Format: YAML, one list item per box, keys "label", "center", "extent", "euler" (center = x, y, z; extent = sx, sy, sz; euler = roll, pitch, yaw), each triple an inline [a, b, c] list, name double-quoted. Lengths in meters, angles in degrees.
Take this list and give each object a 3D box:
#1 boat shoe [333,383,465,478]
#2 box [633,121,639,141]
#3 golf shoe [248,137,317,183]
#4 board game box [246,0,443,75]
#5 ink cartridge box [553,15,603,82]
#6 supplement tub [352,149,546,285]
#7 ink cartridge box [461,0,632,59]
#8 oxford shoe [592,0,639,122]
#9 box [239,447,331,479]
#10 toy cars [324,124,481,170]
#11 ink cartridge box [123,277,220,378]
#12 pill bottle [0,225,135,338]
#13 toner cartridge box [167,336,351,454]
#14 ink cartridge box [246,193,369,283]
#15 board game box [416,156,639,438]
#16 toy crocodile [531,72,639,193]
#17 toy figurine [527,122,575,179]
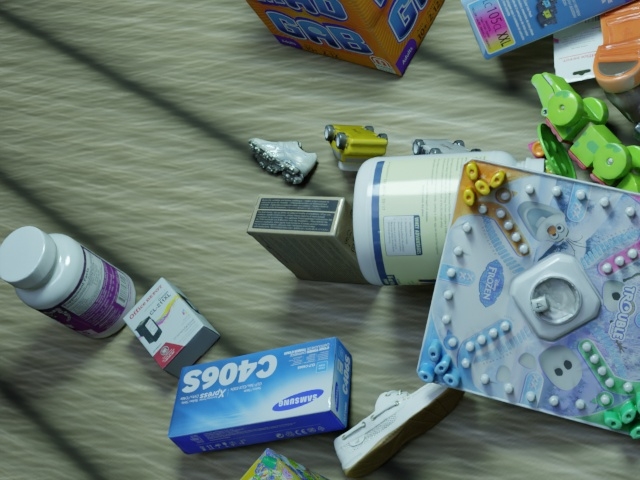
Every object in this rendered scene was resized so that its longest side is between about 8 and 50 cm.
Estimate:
- label: "boat shoe"
  center: [0.135, 0.309, 1.808]
  extent: [0.277, 0.098, 0.096]
  euler: [-38, 55, 7]
- label: "box"
  center: [0.697, -0.218, 1.772]
  extent: [0.183, 0.056, 0.231]
  euler: [43, 89, 18]
- label: "golf shoe"
  center: [-0.081, -0.188, 2.207]
  extent: [0.176, 0.069, 0.086]
  euler: [33, 64, 33]
- label: "board game box"
  center: [0.052, -0.628, 2.167]
  extent: [0.356, 0.356, 0.356]
  euler: [22, 77, 34]
- label: "ink cartridge box"
  center: [0.514, -0.374, 1.976]
  extent: [0.104, 0.061, 0.181]
  euler: [-8, 62, 25]
- label: "supplement tub"
  center: [0.237, -0.039, 1.794]
  extent: [0.325, 0.235, 0.235]
  euler: [-2, 65, 15]
- label: "ink cartridge box"
  center: [0.474, -0.543, 1.979]
  extent: [0.396, 0.151, 0.270]
  euler: [-19, 34, 17]
- label: "oxford shoe"
  center: [0.601, -0.372, 1.905]
  extent: [0.130, 0.132, 0.363]
  euler: [-2, 46, 39]
- label: "box"
  center: [-0.069, 0.541, 1.687]
  extent: [0.290, 0.279, 0.177]
  euler: [-48, 54, -2]
- label: "toy cars"
  center: [0.157, -0.166, 2.019]
  extent: [0.394, 0.176, 0.087]
  euler: [13, 108, 32]
- label: "ink cartridge box"
  center: [-0.316, 0.183, 2.125]
  extent: [0.127, 0.072, 0.175]
  euler: [-47, 54, 0]
- label: "pill bottle"
  center: [-0.542, 0.087, 2.151]
  extent: [0.169, 0.301, 0.169]
  euler: [-12, 61, 22]
- label: "toner cartridge box"
  center: [-0.116, 0.299, 1.937]
  extent: [0.348, 0.075, 0.165]
  euler: [-14, 47, 22]
- label: "ink cartridge box"
  center: [0.000, 0.000, 1.952]
  extent: [0.193, 0.235, 0.088]
  euler: [4, 68, 29]
- label: "board game box"
  center: [0.379, 0.096, 1.630]
  extent: [0.390, 0.050, 0.389]
  euler: [14, 102, 12]
- label: "toy crocodile"
  center: [0.495, -0.178, 1.842]
  extent: [0.105, 0.115, 0.340]
  euler: [-50, 60, 31]
- label: "toy figurine"
  center: [0.387, -0.108, 1.900]
  extent: [0.159, 0.130, 0.173]
  euler: [-29, 79, 28]
